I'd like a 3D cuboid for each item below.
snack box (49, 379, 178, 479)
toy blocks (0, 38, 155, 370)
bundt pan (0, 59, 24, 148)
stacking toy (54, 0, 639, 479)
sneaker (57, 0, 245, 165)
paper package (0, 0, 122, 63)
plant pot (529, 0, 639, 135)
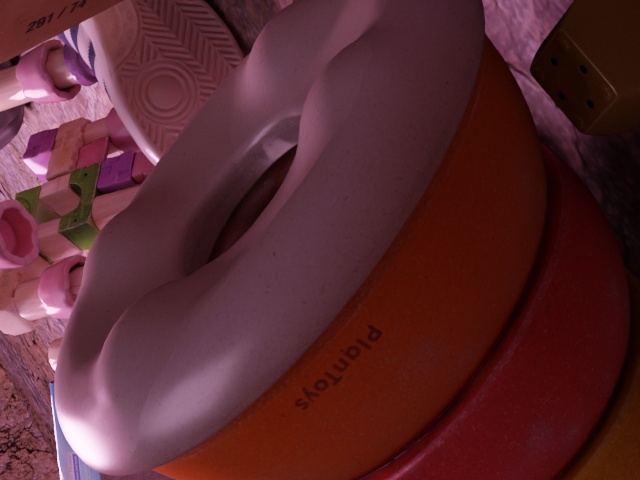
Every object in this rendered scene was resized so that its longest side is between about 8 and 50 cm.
[{"bbox_3d":[-0.150,0.192,1.346,0.060,0.322,0.187,3,104,31],"label":"snack box"},{"bbox_3d":[-0.212,-0.033,1.349,0.260,0.289,0.309,-15,139,24],"label":"toy blocks"},{"bbox_3d":[-0.536,-0.261,1.818,0.331,0.124,0.331,44,156,26],"label":"bundt pan"},{"bbox_3d":[0.107,0.093,0.804,0.480,0.351,0.350,38,163,-20],"label":"stacking toy"},{"bbox_3d":[-0.174,-0.189,1.213,0.350,0.131,0.148,59,165,8],"label":"sneaker"},{"bbox_3d":[-0.242,-0.270,0.957,0.168,0.325,0.309,54,157,3],"label":"paper package"},{"bbox_3d":[0.163,-0.104,0.688,0.081,0.083,0.081,52,158,9],"label":"plant pot"}]
